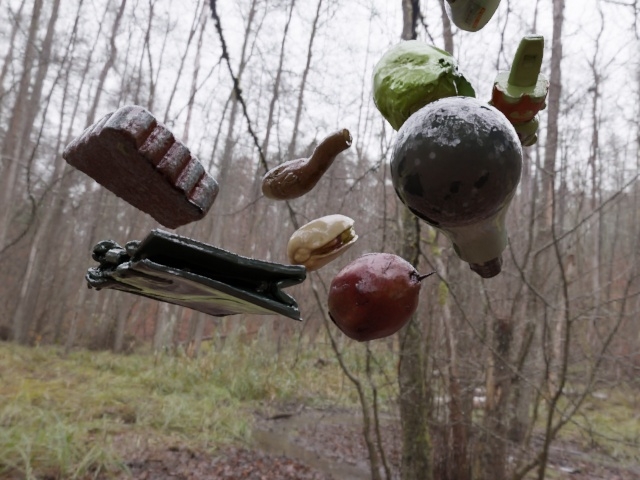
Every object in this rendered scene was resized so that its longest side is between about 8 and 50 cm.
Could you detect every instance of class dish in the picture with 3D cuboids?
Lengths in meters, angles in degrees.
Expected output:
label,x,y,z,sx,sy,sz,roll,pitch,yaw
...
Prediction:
label,x,y,z,sx,sy,sz,roll,pitch,yaw
dish,0.384,-0.719,1.313,0.133,0.274,0.273,1,-10,-13

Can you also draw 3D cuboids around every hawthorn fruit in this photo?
label,x,y,z,sx,sy,sz,roll,pitch,yaw
hawthorn fruit,0.124,0.098,0.962,0.235,0.181,0.181,-35,-34,30

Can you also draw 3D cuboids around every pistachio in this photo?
label,x,y,z,sx,sy,sz,roll,pitch,yaw
pistachio,0.000,0.000,1.260,0.200,0.117,0.145,-34,19,-24

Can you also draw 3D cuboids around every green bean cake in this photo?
label,x,y,z,sx,sy,sz,roll,pitch,yaw
green bean cake,-0.311,-0.124,0.867,0.198,0.097,0.233,-15,-49,40

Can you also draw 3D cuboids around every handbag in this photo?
label,x,y,z,sx,sy,sz,roll,pitch,yaw
handbag,-0.180,0.056,0.697,0.260,0.079,0.247,20,-18,-36

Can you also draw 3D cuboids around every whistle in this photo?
label,x,y,z,sx,sy,sz,roll,pitch,yaw
whistle,0.426,-0.301,1.045,0.131,0.106,0.289,1,-38,7

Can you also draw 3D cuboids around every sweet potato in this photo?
label,x,y,z,sx,sy,sz,roll,pitch,yaw
sweet potato,-0.050,-0.177,1.273,0.109,0.109,0.385,15,-22,-34

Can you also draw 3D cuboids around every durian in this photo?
label,x,y,z,sx,sy,sz,roll,pitch,yaw
durian,0.232,-0.357,1.153,0.255,0.204,0.340,22,24,-40

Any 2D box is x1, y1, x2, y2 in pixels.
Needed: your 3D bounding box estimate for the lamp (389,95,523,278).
label,x,y,z,sx,sy,sz,roll,pitch,yaw
lamp,0.218,-0.078,0.734,0.181,0.182,0.314,1,-26,30
